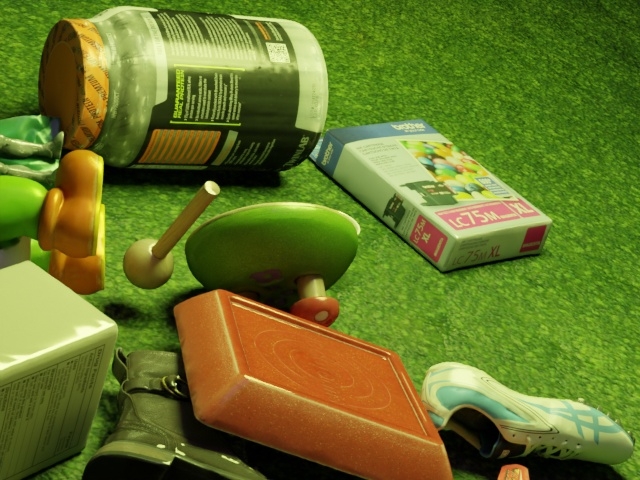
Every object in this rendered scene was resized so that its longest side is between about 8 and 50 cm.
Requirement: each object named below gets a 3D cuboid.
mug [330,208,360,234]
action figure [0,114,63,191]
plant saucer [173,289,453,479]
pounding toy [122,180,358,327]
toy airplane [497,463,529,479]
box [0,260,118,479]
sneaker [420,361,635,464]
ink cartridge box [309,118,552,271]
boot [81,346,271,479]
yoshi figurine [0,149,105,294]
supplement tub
[{"bbox_3d":[0.004,0.001,1.742,0.062,0.064,0.078,0,33,-30],"label":"mug"},{"bbox_3d":[-0.402,-0.096,1.663,0.232,0.063,0.137,4,56,-16],"label":"action figure"},{"bbox_3d":[-0.003,0.135,1.432,0.259,0.047,0.258,22,15,-17],"label":"plant saucer"},{"bbox_3d":[-0.066,0.043,1.555,0.237,0.183,0.110,13,58,-38],"label":"pounding toy"},{"bbox_3d":[0.155,0.254,1.427,0.151,0.028,0.151,15,27,-8],"label":"toy airplane"},{"bbox_3d":[-0.324,0.137,1.228,0.121,0.148,0.311,33,30,26],"label":"box"},{"bbox_3d":[0.208,0.194,1.530,0.237,0.085,0.086,18,61,-14],"label":"sneaker"},{"bbox_3d":[0.129,-0.077,1.961,0.186,0.065,0.311,-9,38,-42],"label":"ink cartridge box"},{"bbox_3d":[-0.081,0.185,1.352,0.263,0.091,0.229,23,23,-3],"label":"boot"},{"bbox_3d":[-0.387,-0.038,1.437,0.362,0.203,0.203,-1,15,-7],"label":"yoshi figurine"},{"bbox_3d":[-0.166,-0.181,1.825,0.316,0.193,0.193,1,33,-32],"label":"supplement tub"}]
